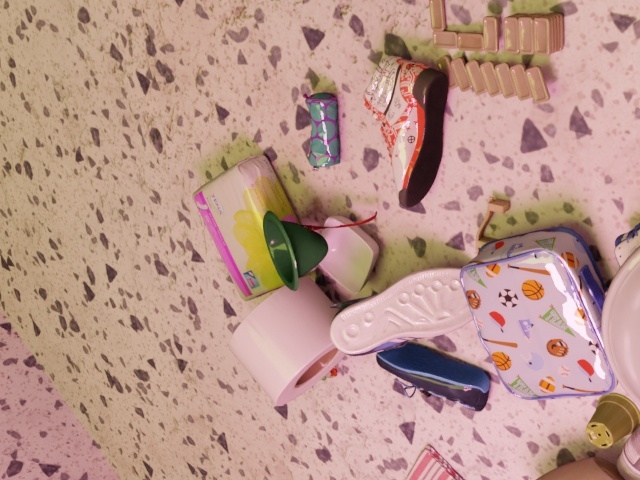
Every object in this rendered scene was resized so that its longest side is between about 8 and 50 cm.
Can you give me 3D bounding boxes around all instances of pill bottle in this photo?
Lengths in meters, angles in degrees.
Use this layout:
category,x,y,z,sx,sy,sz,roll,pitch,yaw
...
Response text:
category,x,y,z,sx,sy,sz,roll,pitch,yaw
pill bottle,0.564,0.352,1.491,0.078,0.078,0.137,39,135,24

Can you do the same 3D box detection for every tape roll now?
category,x,y,z,sx,sy,sz,roll,pitch,yaw
tape roll,-0.059,0.221,1.937,0.169,0.246,0.246,48,137,16

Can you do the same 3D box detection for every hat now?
category,x,y,z,sx,sy,sz,roll,pitch,yaw
hat,0.000,0.000,1.835,0.208,0.183,0.173,-134,29,-54

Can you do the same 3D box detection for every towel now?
category,x,y,z,sx,sy,sz,roll,pitch,yaw
towel,0.280,0.561,1.939,0.197,0.029,0.144,45,136,23

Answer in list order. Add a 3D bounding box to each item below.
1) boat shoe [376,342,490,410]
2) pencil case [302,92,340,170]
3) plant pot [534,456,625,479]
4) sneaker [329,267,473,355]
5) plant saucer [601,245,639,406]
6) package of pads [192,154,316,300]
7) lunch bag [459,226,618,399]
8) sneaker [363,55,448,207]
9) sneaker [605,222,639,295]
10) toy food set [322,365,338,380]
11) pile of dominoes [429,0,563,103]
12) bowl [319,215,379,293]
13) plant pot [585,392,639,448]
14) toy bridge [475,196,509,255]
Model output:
category,x,y,z,sx,sy,sz,roll,pitch,yaw
boat shoe,0.219,0.287,1.793,0.258,0.109,0.089,21,128,40
pencil case,0.003,-0.221,1.769,0.070,0.064,0.152,6,117,16
plant pot,0.484,0.497,1.541,0.284,0.284,0.191,35,101,28
sneaker,0.173,0.142,1.756,0.322,0.236,0.130,-20,83,6
plant saucer,0.598,0.151,1.224,0.400,0.100,0.401,10,120,17
package of pads,-0.152,-0.027,2.008,0.229,0.101,0.297,-24,93,50
lunch bag,0.393,0.134,1.508,0.243,0.115,0.303,-17,105,43
sneaker,0.148,-0.205,1.616,0.145,0.090,0.270,32,131,36
sneaker,0.511,0.004,1.332,0.131,0.111,0.297,29,128,34
toy food set,0.010,0.291,2.074,0.083,0.020,0.083,53,138,11
pile of dominoes,0.287,-0.337,1.454,0.251,0.040,0.196,20,125,48
bowl,0.063,0.023,1.850,0.142,0.053,0.142,40,136,24
plant pot,0.504,0.322,1.535,0.083,0.079,0.083,24,126,37
toy bridge,0.315,0.007,1.601,0.063,0.026,0.188,16,123,41
